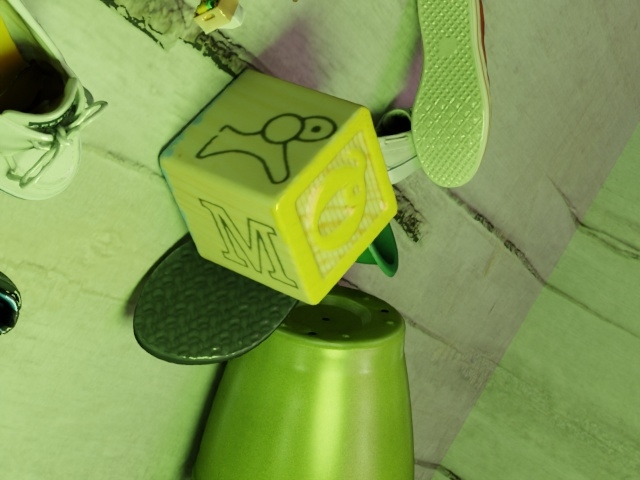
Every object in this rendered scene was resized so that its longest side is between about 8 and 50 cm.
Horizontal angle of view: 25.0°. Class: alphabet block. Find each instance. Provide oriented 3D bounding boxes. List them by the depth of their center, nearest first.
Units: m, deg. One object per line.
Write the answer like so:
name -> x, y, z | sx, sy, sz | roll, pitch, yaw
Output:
alphabet block -> -0.049, -0.069, 1.794 | 0.192, 0.197, 0.193 | -49, 141, -24

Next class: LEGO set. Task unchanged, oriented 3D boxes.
LEGO set -> -0.063, -0.355, 1.590 | 0.287, 0.132, 0.107 | -40, 142, -25

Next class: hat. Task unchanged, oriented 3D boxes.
hat -> 0.000, 0.000, 2.212 | 0.183, 0.173, 0.208 | -20, 160, 15

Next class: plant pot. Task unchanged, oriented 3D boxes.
plant pot -> -0.010, 0.263, 2.170 | 0.366, 0.366, 0.353 | -22, 124, -55

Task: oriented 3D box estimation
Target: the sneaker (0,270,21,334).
sneaker -> -0.353, 0.074, 1.498 | 0.079, 0.121, 0.217 | -51, 155, -16

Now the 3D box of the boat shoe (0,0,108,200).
boat shoe -> -0.275, -0.132, 1.371 | 0.136, 0.156, 0.367 | -50, 154, -21

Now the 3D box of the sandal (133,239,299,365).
sandal -> -0.078, 0.029, 1.958 | 0.446, 0.167, 0.107 | -43, 169, -32

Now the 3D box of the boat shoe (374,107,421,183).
boat shoe -> 0.126, -0.162, 2.221 | 0.267, 0.096, 0.088 | -34, 120, -50

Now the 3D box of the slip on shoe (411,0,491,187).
slip on shoe -> 0.200, -0.244, 2.145 | 0.101, 0.123, 0.331 | -26, 115, -67
